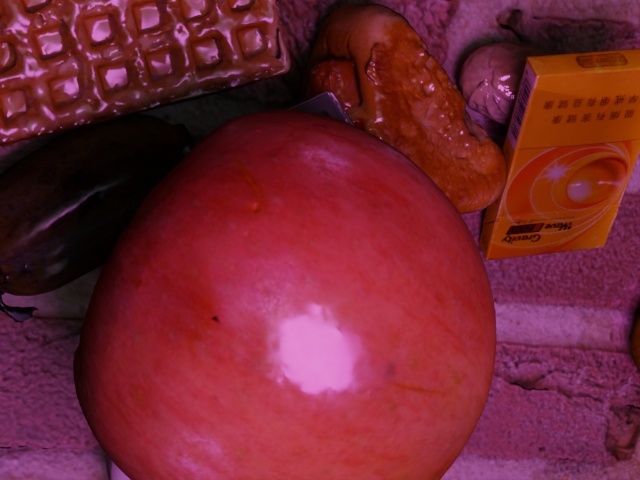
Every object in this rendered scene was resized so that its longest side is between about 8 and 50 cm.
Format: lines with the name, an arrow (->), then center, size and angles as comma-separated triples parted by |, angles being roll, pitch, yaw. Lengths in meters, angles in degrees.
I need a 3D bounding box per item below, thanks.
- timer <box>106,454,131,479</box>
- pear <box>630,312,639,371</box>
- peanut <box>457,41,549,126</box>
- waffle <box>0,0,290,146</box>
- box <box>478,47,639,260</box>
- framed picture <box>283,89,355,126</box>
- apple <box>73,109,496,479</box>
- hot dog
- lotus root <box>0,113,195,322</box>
timer -> -0.088, 0.222, 1.113 | 0.262, 0.087, 0.237 | -43, 114, -5
pear -> 0.465, 0.129, 1.248 | 0.162, 0.149, 0.149 | 12, 100, -26
peanut -> 0.254, -0.161, 1.125 | 0.214, 0.098, 0.090 | 12, 74, -24
waffle -> -0.201, -0.226, 0.955 | 0.307, 0.091, 0.213 | -18, 109, -15
box -> 0.270, -0.087, 1.103 | 0.152, 0.043, 0.269 | -5, 138, -10
framed picture -> 0.000, 0.000, 1.049 | 0.232, 0.019, 0.296 | -19, 117, 33
apple -> -0.022, 0.080, 0.870 | 0.363, 0.364, 0.364 | -5, 106, -18
hot dog -> 0.069, -0.108, 1.054 | 0.153, 0.150, 0.257 | -46, 114, -14
lotus root -> -0.229, -0.036, 0.978 | 0.241, 0.123, 0.124 | -32, 136, -13
